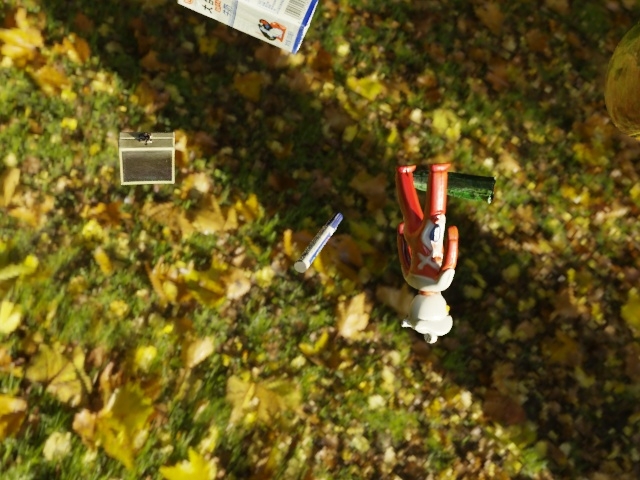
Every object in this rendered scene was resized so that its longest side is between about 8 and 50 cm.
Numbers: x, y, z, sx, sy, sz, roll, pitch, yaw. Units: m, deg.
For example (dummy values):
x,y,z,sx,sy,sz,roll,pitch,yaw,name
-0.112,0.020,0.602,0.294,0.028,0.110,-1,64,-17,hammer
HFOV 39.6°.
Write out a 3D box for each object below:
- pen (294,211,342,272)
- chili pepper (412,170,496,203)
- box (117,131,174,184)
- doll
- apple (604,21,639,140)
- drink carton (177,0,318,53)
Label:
x,y,z,sx,sy,sz,roll,pitch,yaw,name
0.000,0.000,1.663,0.025,0.025,0.204,33,36,4,pen
0.288,-0.130,2.047,0.227,0.059,0.088,8,19,13,chili pepper
-0.249,-0.119,1.276,0.079,0.083,0.035,-2,54,-11,box
0.223,0.028,1.878,0.099,0.188,0.383,-4,97,-28,doll
0.638,-0.290,1.590,0.246,0.246,0.226,-1,93,-28,apple
-0.174,-0.563,2.074,0.315,0.130,0.106,22,68,-5,drink carton
